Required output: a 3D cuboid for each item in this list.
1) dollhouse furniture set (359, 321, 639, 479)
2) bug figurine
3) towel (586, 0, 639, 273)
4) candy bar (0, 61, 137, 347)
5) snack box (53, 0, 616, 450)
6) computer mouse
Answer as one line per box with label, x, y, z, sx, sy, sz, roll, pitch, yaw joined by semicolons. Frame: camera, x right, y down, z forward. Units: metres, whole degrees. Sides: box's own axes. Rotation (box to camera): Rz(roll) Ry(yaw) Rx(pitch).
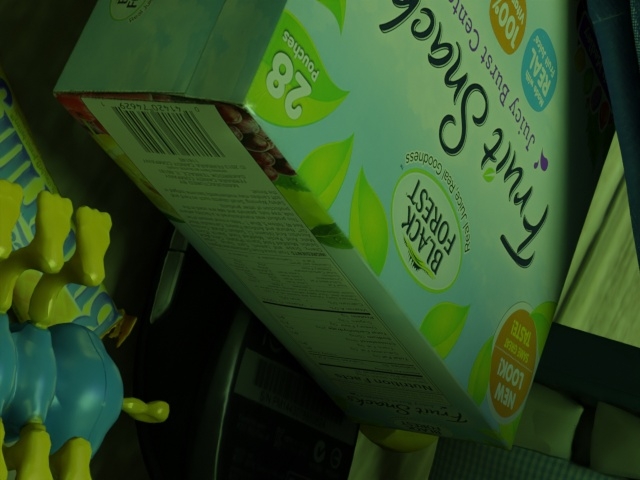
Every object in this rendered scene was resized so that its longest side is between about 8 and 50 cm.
dollhouse furniture set;0.118;0.215;0.675;0.198;0.303;0.286;-34;139;-63
bug figurine;-0.126;0.111;0.391;0.216;0.072;0.279;25;59;-42
towel;0.180;-0.018;0.662;0.285;0.034;0.209;-20;100;-58
candy bar;-0.094;-0.017;0.501;0.040;0.018;0.161;-52;139;-34
snack box;0.025;-0.056;0.528;0.207;0.070;0.174;51;53;-48
computer mouse;0.000;0.000;0.623;0.184;0.060;0.262;25;72;-58
